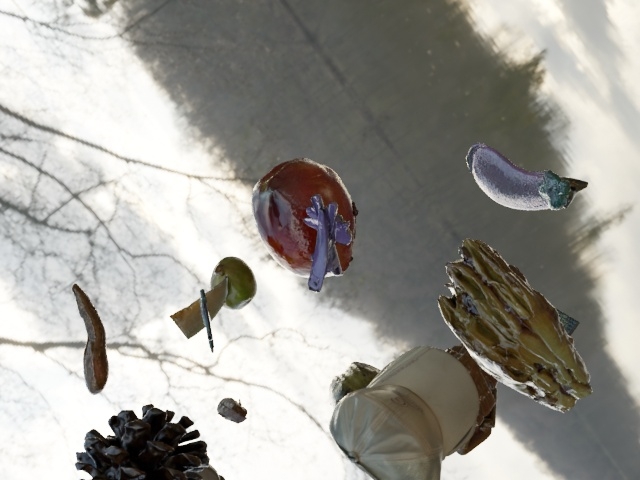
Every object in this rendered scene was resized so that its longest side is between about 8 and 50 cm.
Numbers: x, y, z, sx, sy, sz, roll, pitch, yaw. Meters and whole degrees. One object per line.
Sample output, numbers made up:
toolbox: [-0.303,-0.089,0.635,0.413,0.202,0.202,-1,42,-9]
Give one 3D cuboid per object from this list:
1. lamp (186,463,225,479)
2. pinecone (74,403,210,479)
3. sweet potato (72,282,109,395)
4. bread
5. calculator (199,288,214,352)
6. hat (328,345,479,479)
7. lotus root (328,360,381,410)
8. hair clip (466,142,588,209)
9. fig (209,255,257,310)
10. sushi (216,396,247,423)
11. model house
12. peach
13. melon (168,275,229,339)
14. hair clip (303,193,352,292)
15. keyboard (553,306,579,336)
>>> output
lamp: [-0.421,0.760,2.407,0.246,0.179,0.108,45,160,-29]
pinecone: [-0.486,0.638,2.136,0.397,0.398,0.398,53,-172,-11]
sweet potato: [-0.425,0.184,1.429,0.050,0.050,0.214,-45,-51,-82]
bread: [0.361,0.178,1.489,0.324,0.167,0.277,51,-178,-42]
calculator: [-0.253,0.182,1.721,0.094,0.019,0.141,-117,18,-65]
hat: [0.142,0.271,1.229,0.219,0.226,0.164,35,177,28]
lotus root: [0.105,0.364,1.770,0.154,0.154,0.278,54,170,-5]
hair clip: [0.445,-0.133,1.731,0.110,0.095,0.359,46,168,-32]
fig: [-0.236,0.114,2.068,0.121,0.136,0.153,-37,-61,-53]
sushi: [-0.208,0.407,1.827,0.060,0.061,0.118,46,174,-23]
model house: [0.351,0.354,1.858,0.219,0.199,0.229,44,154,37]
peach: [-0.032,-0.053,2.098,0.338,0.281,0.281,54,-172,-12]
melon: [-0.296,0.170,1.977,0.054,0.182,0.098,41,161,42]
hair clip: [0.009,-0.004,1.890,0.137,0.090,0.278,30,133,27]
keyboard: [0.533,0.178,1.818,0.014,0.055,0.176,40,179,-34]
